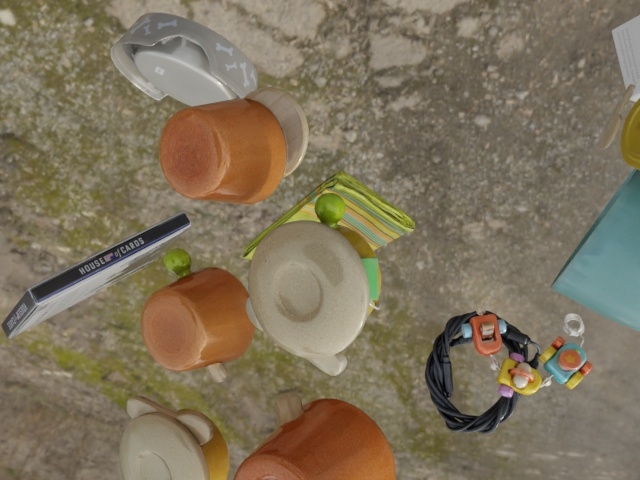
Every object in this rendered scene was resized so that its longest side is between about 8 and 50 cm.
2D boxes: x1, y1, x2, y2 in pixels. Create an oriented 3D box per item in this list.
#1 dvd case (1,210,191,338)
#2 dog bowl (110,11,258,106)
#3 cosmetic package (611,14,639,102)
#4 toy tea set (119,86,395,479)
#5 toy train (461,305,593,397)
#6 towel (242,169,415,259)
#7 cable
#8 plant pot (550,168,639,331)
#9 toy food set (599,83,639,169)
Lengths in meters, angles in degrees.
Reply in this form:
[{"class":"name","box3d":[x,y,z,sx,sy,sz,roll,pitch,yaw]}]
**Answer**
[{"class":"dvd case","box3d":[-0.308,0.047,0.984,0.179,0.238,0.030,-32,89,51]},{"class":"dog bowl","box3d":[-0.303,-0.395,1.663,0.348,0.102,0.349,21,166,5]},{"class":"cosmetic package","box3d":[0.669,-0.340,1.326,0.183,0.151,0.151,6,160,-36]},{"class":"toy tea set","box3d":[-0.029,0.064,0.515,0.200,0.124,0.336,16,105,29]},{"class":"toy train","box3d":[0.275,0.138,0.936,0.166,0.125,0.046,-3,157,0]},{"class":"towel","box3d":[0.000,0.000,0.818,0.102,0.021,0.237,33,147,-16]},{"class":"cable","box3d":[0.230,0.199,1.072,0.150,0.184,0.047,31,-178,16]},{"class":"plant pot","box3d":[0.587,0.031,1.253,0.235,0.293,0.293,36,149,16]},{"class":"toy food set","box3d":[0.534,-0.166,1.103,0.071,0.218,0.128,13,108,-12]}]
